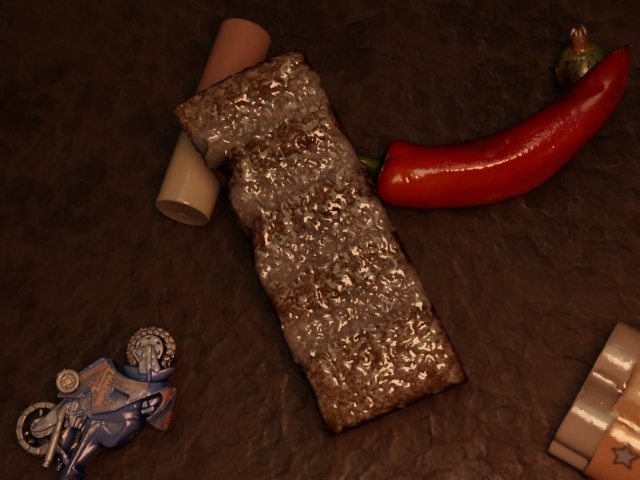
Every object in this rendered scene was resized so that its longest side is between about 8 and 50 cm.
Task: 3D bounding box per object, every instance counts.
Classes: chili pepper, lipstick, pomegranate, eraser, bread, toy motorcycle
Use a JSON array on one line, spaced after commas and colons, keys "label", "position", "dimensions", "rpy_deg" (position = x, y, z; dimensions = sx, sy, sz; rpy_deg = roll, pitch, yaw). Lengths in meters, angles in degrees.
[{"label": "chili pepper", "position": [0.193, -0.109, 1.270], "dimensions": [0.368, 0.092, 0.137], "rpy_deg": [-16, 72, 3]}, {"label": "lipstick", "position": [-0.128, -0.146, 1.341], "dimensions": [0.070, 0.070, 0.254], "rpy_deg": [12, 69, 12]}, {"label": "pomegranate", "position": [0.312, -0.207, 1.307], "dimensions": [0.073, 0.084, 0.073], "rpy_deg": [-5, 61, 10]}, {"label": "eraser", "position": [0.401, 0.212, 1.120], "dimensions": [0.290, 0.087, 0.171], "rpy_deg": [28, 71, 16]}, {"label": "bread", "position": [0.000, 0.000, 1.203], "dimensions": [0.165, 0.113, 0.416], "rpy_deg": [-28, 78, 7]}, {"label": "toy motorcycle", "position": [-0.234, 0.187, 1.216], "dimensions": [0.205, 0.076, 0.114], "rpy_deg": [-35, 75, -8]}]
